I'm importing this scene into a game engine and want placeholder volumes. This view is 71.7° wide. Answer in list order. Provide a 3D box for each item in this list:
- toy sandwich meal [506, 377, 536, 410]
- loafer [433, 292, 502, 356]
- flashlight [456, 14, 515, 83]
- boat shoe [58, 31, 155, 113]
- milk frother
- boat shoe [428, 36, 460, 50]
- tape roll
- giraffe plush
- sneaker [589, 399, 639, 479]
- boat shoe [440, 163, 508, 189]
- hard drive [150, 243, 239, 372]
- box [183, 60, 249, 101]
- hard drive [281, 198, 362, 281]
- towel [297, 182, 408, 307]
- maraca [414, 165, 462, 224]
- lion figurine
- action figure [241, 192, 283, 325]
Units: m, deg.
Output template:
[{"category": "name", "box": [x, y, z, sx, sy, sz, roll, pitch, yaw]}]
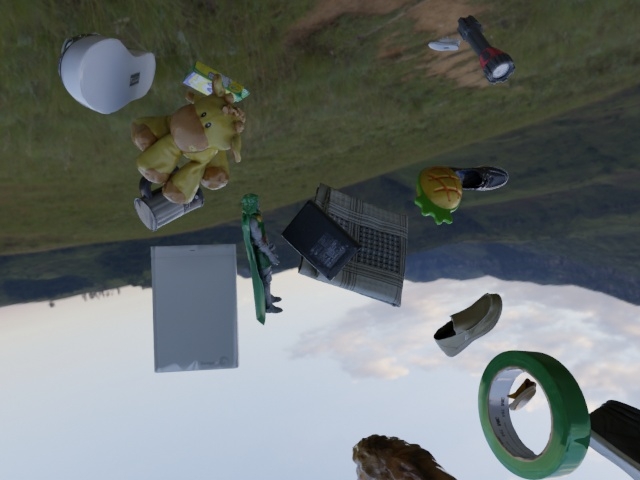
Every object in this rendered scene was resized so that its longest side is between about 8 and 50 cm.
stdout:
[{"category": "toy sandwich meal", "box": [0.447, 0.343, 0.987, 0.086, 0.085, 0.029, -13, -141, -27]}, {"category": "loafer", "box": [0.457, 0.261, 1.389, 0.268, 0.092, 0.102, -55, -165, 24]}, {"category": "flashlight", "box": [0.607, -0.711, 1.640, 0.103, 0.303, 0.103, -14, 146, 0]}, {"category": "boat shoe", "box": [-0.349, -0.274, 0.692, 0.102, 0.108, 0.301, 15, -158, -10]}, {"category": "milk frother", "box": [-0.380, -0.108, 1.054, 0.143, 0.129, 0.135, -2, -154, 48]}, {"category": "boat shoe", "box": [0.388, -0.618, 1.384, 0.100, 0.035, 0.035, 20, 176, 38]}, {"category": "tape roll", "box": [0.556, 0.460, 1.188, 0.077, 0.320, 0.321, 6, 175, -18]}, {"category": "giraffe plush", "box": [-0.195, -0.174, 0.737, 0.210, 0.181, 0.171, -48, -160, -22]}, {"category": "sneaker", "box": [0.783, 0.500, 1.053, 0.147, 0.104, 0.296, -41, -133, -12]}, {"category": "boat shoe", "box": [0.452, -0.182, 1.299, 0.229, 0.080, 0.076, 5, -156, -10]}, {"category": "hard drive", "box": [-0.308, 0.164, 1.096, 0.203, 0.307, 0.040, -2, 179, -6]}, {"category": "box", "box": [-0.317, -0.471, 1.359, 0.179, 0.043, 0.105, 19, 168, -32]}, {"category": "hard drive", "box": [0.000, 0.000, 0.851, 0.094, 0.135, 0.022, -50, 172, 21]}, {"category": "towel", "box": [0.109, 0.005, 1.281, 0.325, 0.311, 0.056, 19, 152, -14]}, {"category": "maraca", "box": [0.291, -0.115, 1.099, 0.099, 0.127, 0.185, -57, -174, 51]}, {"category": "lion figurine", "box": [0.225, 0.459, 0.751, 0.142, 0.240, 0.392, -52, -163, -24]}, {"category": "action figure", "box": [-0.113, 0.024, 0.833, 0.064, 0.232, 0.137, -11, -159, -6]}]
